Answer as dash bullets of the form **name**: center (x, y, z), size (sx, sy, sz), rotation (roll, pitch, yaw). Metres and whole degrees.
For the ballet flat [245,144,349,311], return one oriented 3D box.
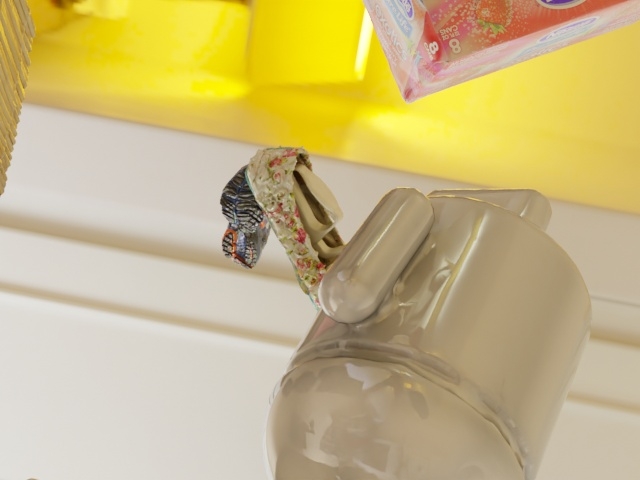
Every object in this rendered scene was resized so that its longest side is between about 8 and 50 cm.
- **ballet flat**: center (0.000, 0.000, 1.389), size (0.241, 0.077, 0.091), rotation (59, 34, -15)

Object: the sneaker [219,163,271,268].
- **sneaker**: center (-0.112, -0.054, 2.012), size (0.221, 0.083, 0.087), rotation (107, 10, -51)

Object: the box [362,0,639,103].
- **box**: center (0.208, -0.269, 1.287), size (0.154, 0.300, 0.142), rotation (69, -17, 4)

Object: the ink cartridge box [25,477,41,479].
- **ink cartridge box**: center (-0.084, 0.352, 0.818), size (0.160, 0.279, 0.384), rotation (-60, -155, 9)

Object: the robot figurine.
- **robot figurine**: center (0.083, 0.107, 0.952), size (0.353, 0.200, 0.300), rotation (-58, 133, -40)

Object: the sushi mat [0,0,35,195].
- **sushi mat**: center (-0.213, -0.155, 0.743), size (0.316, 0.019, 0.151), rotation (96, -2, -63)
